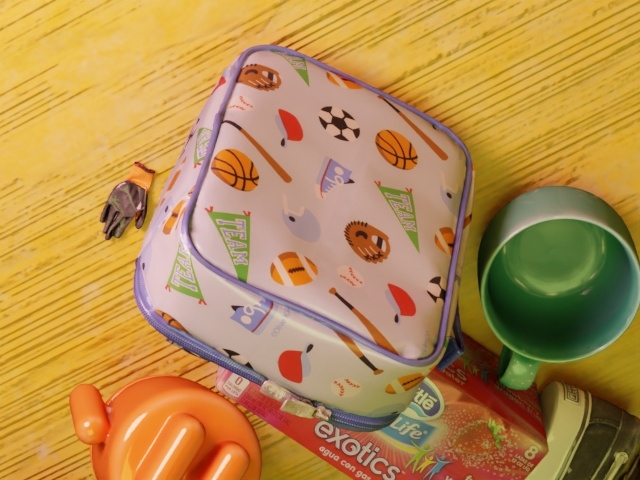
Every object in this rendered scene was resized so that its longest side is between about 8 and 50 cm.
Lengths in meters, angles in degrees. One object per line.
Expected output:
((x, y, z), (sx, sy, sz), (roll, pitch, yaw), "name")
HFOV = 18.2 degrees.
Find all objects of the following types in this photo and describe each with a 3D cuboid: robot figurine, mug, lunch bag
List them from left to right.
((-0.123, 0.175, 1.639), (0.158, 0.219, 0.128), (-7, 94, -14), "robot figurine")
((0.000, 0.000, 1.504), (0.243, 0.303, 0.115), (27, 131, -10), "lunch bag")
((0.181, 0.029, 1.622), (0.157, 0.097, 0.129), (-35, 108, 16), "mug")

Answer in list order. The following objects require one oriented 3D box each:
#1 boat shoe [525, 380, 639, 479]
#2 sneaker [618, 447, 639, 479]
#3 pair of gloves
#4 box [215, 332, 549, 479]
((0.183, 0.265, 1.722), (0.102, 0.108, 0.301), (23, 106, -8), "boat shoe")
((0.294, 0.255, 1.677), (0.106, 0.162, 0.281), (12, 112, -3), "sneaker")
((-0.138, -0.019, 1.660), (0.083, 0.010, 0.074), (27, 111, -8), "pair of gloves")
((0.051, 0.120, 1.647), (0.257, 0.128, 0.123), (34, 108, -11), "box")
